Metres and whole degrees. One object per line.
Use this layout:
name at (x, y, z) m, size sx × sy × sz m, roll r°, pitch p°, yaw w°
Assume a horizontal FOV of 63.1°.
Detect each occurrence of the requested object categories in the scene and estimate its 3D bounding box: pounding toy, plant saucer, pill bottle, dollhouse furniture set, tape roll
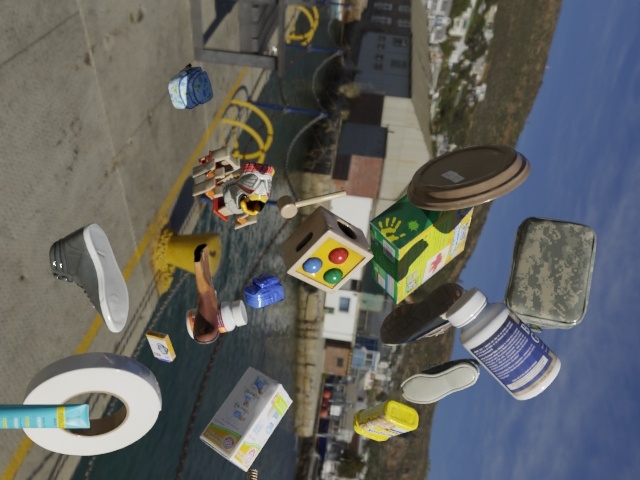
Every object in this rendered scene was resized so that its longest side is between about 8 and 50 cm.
pounding toy at (0.002, -0.008, 1.018) m, size 0.181 × 0.206 × 0.094 m, roll -45°, pitch -143°, yaw 23°
plant saucer at (0.328, -0.152, 1.183) m, size 0.278 × 0.277 × 0.041 m, roll -76°, pitch 148°, yaw -59°
pill bottle at (-0.413, 0.312, 2.083) m, size 0.121 × 0.221 × 0.121 m, roll -14°, pitch 90°, yaw -88°
dollhouse furniture set at (-0.356, -0.192, 1.844) m, size 0.262 × 0.135 × 0.259 m, roll 45°, pitch 32°, yaw -54°
tape roll at (-0.688, 0.503, 1.585) m, size 0.072 × 0.392 × 0.392 m, roll -116°, pitch -154°, yaw -53°
pill bottle at (0.280, 0.157, 0.818) m, size 0.094 × 0.169 × 0.094 m, roll -44°, pitch 176°, yaw -4°

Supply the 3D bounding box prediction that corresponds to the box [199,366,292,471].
box at (-0.177, 0.434, 1.272) m, size 0.203 × 0.103 × 0.114 m, roll -53°, pitch 147°, yaw -26°

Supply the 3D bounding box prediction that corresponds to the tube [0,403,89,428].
tube at (-0.643, 0.405, 1.201) m, size 0.052 × 0.207 × 0.080 m, roll -104°, pitch -157°, yaw -51°

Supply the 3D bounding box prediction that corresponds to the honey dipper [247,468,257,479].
honey dipper at (-0.205, 0.756, 1.524) m, size 0.030 × 0.030 × 0.161 m, roll 93°, pitch -3°, yaw -47°

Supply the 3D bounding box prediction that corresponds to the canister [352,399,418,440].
canister at (0.194, 0.537, 1.555) m, size 0.170 × 0.126 × 0.073 m, roll -44°, pitch -154°, yaw 48°

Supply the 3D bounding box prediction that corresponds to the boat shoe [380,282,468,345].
boat shoe at (0.347, 0.265, 1.685) m, size 0.355 × 0.130 × 0.132 m, roll -34°, pitch -141°, yaw 37°

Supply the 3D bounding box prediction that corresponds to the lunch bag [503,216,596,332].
lunch bag at (0.648, 0.101, 1.494) m, size 0.256 × 0.212 × 0.305 m, roll 45°, pitch 57°, yaw -69°

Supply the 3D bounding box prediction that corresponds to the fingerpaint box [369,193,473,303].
fingerpaint box at (0.371, -0.014, 1.933) m, size 0.371 × 0.163 × 0.445 m, roll -37°, pitch 152°, yaw -13°

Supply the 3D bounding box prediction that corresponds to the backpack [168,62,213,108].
backpack at (-0.362, -0.423, 1.455) m, size 0.114 × 0.084 × 0.105 m, roll -52°, pitch 144°, yaw -40°

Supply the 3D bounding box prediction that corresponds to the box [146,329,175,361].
box at (-0.588, 0.394, 1.930) m, size 0.028 × 0.081 × 0.136 m, roll -60°, pitch 152°, yaw -46°

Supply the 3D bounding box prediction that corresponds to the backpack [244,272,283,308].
backpack at (-0.204, 0.174, 1.802) m, size 0.120 × 0.098 × 0.101 m, roll -24°, pitch 114°, yaw -36°

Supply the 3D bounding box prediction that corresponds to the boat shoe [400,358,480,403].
boat shoe at (0.352, 0.406, 1.536) m, size 0.079 × 0.254 × 0.095 m, roll -18°, pitch 75°, yaw -58°

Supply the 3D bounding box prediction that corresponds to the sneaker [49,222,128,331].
sneaker at (-0.618, 0.111, 1.389) m, size 0.104 × 0.146 × 0.296 m, roll -39°, pitch 114°, yaw -76°

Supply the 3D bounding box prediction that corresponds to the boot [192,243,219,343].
boot at (-0.405, 0.188, 1.835) m, size 0.264 × 0.096 × 0.280 m, roll -89°, pitch 180°, yaw -60°

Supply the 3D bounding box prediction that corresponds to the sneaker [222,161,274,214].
sneaker at (-0.172, -0.098, 1.174) m, size 0.225 × 0.088 × 0.093 m, roll 148°, pitch -52°, yaw -65°
